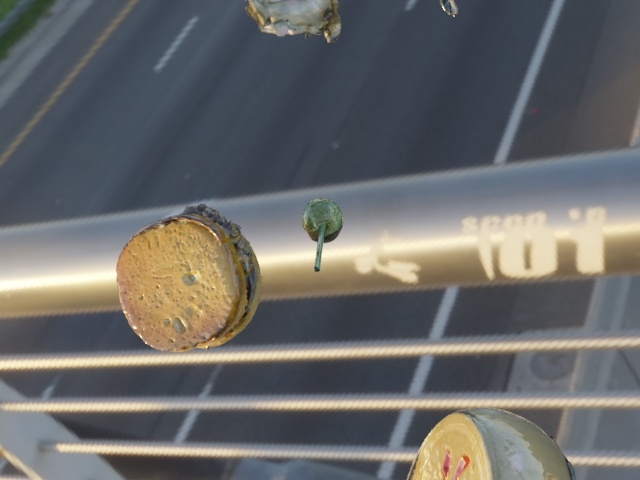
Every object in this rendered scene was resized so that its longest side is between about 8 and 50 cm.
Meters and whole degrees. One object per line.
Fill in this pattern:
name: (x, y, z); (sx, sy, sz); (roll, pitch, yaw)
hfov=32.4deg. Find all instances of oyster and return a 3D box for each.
oyster: (-0.039, -0.381, 1.735); (0.163, 0.191, 0.081); (-40, 27, -9)

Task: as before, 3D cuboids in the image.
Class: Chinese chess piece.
Chinese chess piece: (0.169, 0.303, 1.171); (0.250, 0.103, 0.250); (-165, 90, -74)

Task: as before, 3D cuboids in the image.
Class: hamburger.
hamburger: (-0.166, 0.046, 1.428); (0.181, 0.191, 0.118); (4, 3, 13)

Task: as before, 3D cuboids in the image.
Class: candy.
candy: (0.000, 0.000, 1.412); (0.061, 0.061, 0.202); (-23, 19, 11)

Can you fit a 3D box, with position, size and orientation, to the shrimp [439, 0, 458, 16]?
shrimp: (0.062, -0.346, 1.067); (0.068, 0.287, 0.185); (-19, 72, 10)
